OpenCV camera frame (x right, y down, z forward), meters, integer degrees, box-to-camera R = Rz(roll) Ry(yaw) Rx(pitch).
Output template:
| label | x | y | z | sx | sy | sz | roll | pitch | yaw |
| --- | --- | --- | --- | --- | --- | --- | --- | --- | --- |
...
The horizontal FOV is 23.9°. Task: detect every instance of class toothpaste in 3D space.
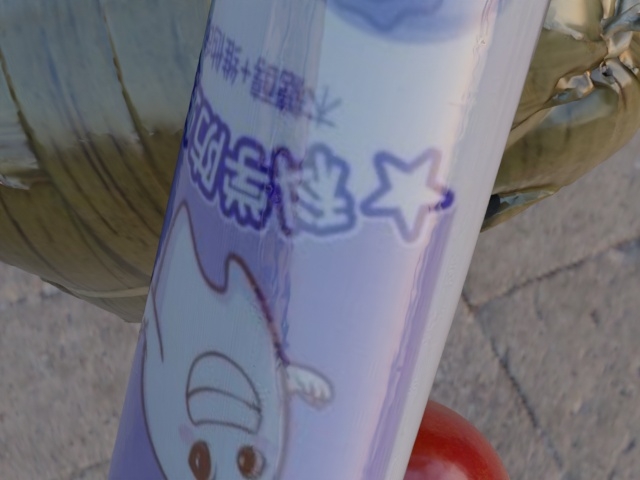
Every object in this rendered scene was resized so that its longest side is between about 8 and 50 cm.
| label | x | y | z | sx | sy | sz | roll | pitch | yaw |
| --- | --- | --- | --- | --- | --- | --- | --- | --- | --- |
| toothpaste | 0.000 | 0.000 | 0.383 | 0.080 | 0.371 | 0.125 | 0 | 25 | -34 |

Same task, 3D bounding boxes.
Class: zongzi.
| label | x | y | z | sx | sy | sz | roll | pitch | yaw |
| --- | --- | --- | --- | --- | --- | --- | --- | --- | --- |
| zongzi | 0.041 | -0.070 | 0.904 | 0.500 | 0.467 | 0.218 | -7 | 74 | 17 |

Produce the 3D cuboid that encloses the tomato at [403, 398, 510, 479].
| label | x | y | z | sx | sy | sz | roll | pitch | yaw |
| --- | --- | --- | --- | --- | --- | --- | --- | --- | --- |
| tomato | 0.038 | 0.177 | 0.821 | 0.136 | 0.195 | 0.195 | 1 | 60 | 1 |
